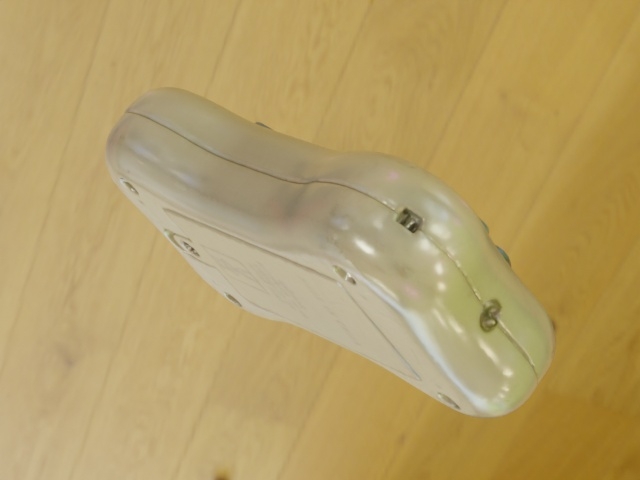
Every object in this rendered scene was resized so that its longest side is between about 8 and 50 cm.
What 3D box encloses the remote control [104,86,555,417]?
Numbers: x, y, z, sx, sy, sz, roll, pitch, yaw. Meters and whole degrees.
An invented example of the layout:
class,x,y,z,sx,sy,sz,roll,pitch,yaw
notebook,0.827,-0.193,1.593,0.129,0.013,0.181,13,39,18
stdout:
class,x,y,z,sx,sy,sz,roll,pitch,yaw
remote control,0.000,0.000,0.374,0.122,0.032,0.074,23,158,47
